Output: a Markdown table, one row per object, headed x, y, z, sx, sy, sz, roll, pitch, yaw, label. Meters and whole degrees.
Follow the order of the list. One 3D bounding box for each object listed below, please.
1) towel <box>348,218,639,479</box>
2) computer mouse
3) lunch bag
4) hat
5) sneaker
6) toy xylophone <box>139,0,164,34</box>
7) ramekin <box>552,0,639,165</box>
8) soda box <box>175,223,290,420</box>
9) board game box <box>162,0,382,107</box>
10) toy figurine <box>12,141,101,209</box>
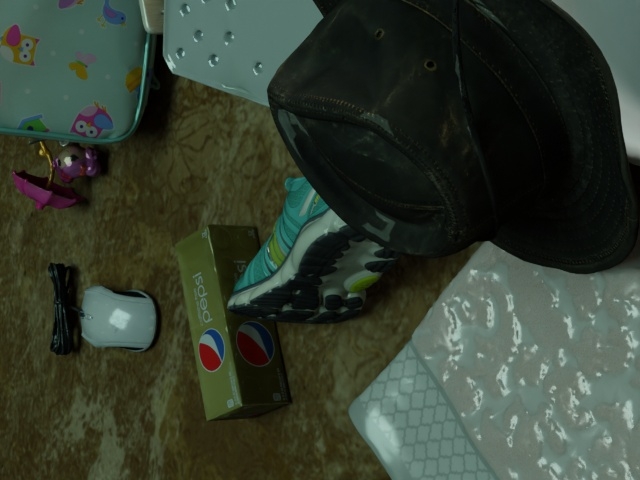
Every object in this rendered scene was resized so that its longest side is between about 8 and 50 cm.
| x | y | z | sx | sy | sz | roll | pitch | yaw | label |
| --- | --- | --- | --- | --- | --- | --- | --- | --- | --- |
| 0.182 | 0.152 | 0.980 | 0.317 | 0.053 | 0.332 | -53 | 53 | 31 | towel |
| -0.249 | 0.081 | 1.461 | 0.193 | 0.042 | 0.106 | 2 | 88 | 48 | computer mouse |
| -0.274 | -0.235 | 1.382 | 0.108 | 0.224 | 0.279 | -154 | 71 | -70 | lunch bag |
| 0.055 | -0.080 | 0.892 | 0.331 | 0.134 | 0.331 | 47 | 163 | 20 | hat |
| 0.000 | 0.000 | 1.137 | 0.275 | 0.107 | 0.110 | 135 | 138 | -54 | sneaker |
| -0.062 | -0.316 | 1.239 | 0.323 | 0.081 | 0.236 | -27 | 74 | 44 | toy xylophone |
| 0.274 | -0.176 | 0.837 | 0.277 | 0.135 | 0.277 | -3 | 86 | 48 | ramekin |
| -0.086 | 0.078 | 1.268 | 0.058 | 0.061 | 0.181 | -29 | 66 | 43 | soda box |
| 0.035 | -0.279 | 1.046 | 0.390 | 0.050 | 0.390 | 22 | 119 | 34 | board game box |
| -0.296 | -0.117 | 1.500 | 0.173 | 0.130 | 0.159 | -15 | 90 | 21 | toy figurine |
